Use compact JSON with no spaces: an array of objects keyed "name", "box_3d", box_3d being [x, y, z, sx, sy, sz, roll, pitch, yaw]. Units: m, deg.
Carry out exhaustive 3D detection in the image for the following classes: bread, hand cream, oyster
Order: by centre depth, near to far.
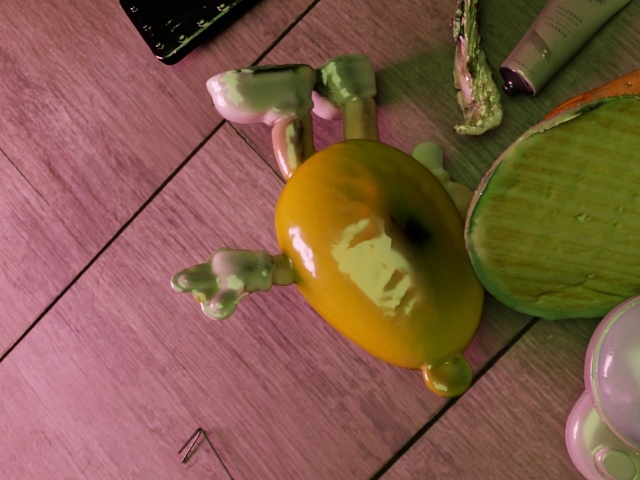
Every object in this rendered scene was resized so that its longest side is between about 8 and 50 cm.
[{"name":"bread","box_3d":[0.295,-0.031,0.938,0.301,0.301,0.045,-22,38,13]},{"name":"hand cream","box_3d":[0.284,-0.247,1.088,0.087,0.054,0.186,39,87,16]},{"name":"oyster","box_3d":[0.190,-0.233,1.109,0.061,0.106,0.200,-1,101,4]}]

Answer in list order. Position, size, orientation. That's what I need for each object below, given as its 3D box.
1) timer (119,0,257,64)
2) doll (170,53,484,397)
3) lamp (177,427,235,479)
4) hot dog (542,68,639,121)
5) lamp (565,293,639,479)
[{"name":"timer","box_3d":[-0.177,-0.345,1.254,0.187,0.055,0.144,-36,73,5]},{"name":"doll","box_3d":[0.021,-0.042,1.047,0.348,0.161,0.423,9,64,-5]},{"name":"lamp","box_3d":[-0.125,0.294,1.135,0.121,0.041,0.054,38,85,17]},{"name":"hot dog","box_3d":[0.407,-0.125,0.962,0.349,0.158,0.117,-21,33,14]},{"name":"lamp","box_3d":[0.358,0.159,0.947,0.179,0.108,0.246,35,95,8]}]
